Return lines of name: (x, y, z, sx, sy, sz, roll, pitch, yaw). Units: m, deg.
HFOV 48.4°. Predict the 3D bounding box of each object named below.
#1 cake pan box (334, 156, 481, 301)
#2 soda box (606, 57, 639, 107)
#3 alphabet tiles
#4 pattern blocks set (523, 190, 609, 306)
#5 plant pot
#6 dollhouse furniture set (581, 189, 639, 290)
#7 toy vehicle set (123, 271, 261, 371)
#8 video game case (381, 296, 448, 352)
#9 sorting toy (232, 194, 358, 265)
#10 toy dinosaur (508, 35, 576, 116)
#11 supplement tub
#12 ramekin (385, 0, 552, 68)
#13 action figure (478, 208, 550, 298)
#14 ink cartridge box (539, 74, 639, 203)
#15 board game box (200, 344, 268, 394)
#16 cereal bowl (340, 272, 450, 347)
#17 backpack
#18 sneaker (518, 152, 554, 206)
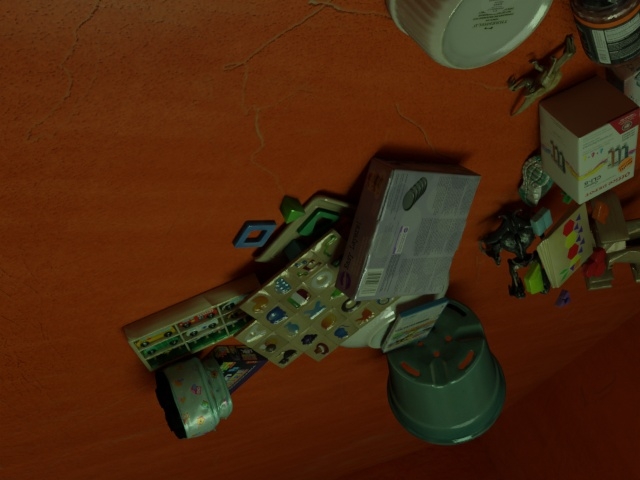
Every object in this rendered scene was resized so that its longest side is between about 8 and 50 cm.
cake pan box: (0.163, -0.014, 1.310, 0.245, 0.070, 0.267, -2, 115, -39)
soda box: (0.584, -0.292, 1.342, 0.063, 0.058, 0.183, -33, 153, 11)
alphabet tiles: (0.008, 0.116, 1.385, 0.342, 0.011, 0.285, -39, 137, 8)
pattern blocks set: (0.565, 0.015, 1.635, 0.285, 0.026, 0.325, -34, 130, -22)
plant pot: (0.321, 0.335, 1.917, 0.341, 0.341, 0.334, -27, 145, -2)
dollhouse furniture set: (0.894, -0.070, 1.908, 0.394, 0.257, 0.362, -10, 154, 12)
toy vehicle set: (-0.236, 0.163, 1.402, 0.266, 0.035, 0.166, -23, 152, -9)
video game case: (0.205, 0.186, 1.559, 0.119, 0.015, 0.166, -17, 150, -22)
sorting toy: (0.000, 0.000, 1.324, 0.196, 0.047, 0.347, -42, 149, 26)
toy dinosaur: (0.368, -0.260, 1.207, 0.092, 0.053, 0.183, -8, 146, -36)
supplement tub: (0.432, -0.347, 1.061, 0.106, 0.106, 0.198, -35, 151, 14)
ramekin: (0.196, -0.314, 0.898, 0.207, 0.109, 0.207, -21, 152, -12)
action figure: (0.456, 0.009, 1.666, 0.164, 0.141, 0.276, -22, 127, 6)
ink cartridge box: (0.498, -0.186, 1.328, 0.128, 0.127, 0.176, -27, 138, -4)
board game box: (-0.226, 0.306, 1.644, 0.141, 0.048, 0.170, 8, 136, -47)
cereal bowl: (0.149, 0.140, 1.600, 0.339, 0.141, 0.339, -22, 151, -13)
backpack: (-0.263, 0.322, 1.471, 0.144, 0.166, 0.188, -17, 172, -14)
sneaker: (0.470, -0.143, 1.509, 0.076, 0.065, 0.166, -39, 159, -16)
